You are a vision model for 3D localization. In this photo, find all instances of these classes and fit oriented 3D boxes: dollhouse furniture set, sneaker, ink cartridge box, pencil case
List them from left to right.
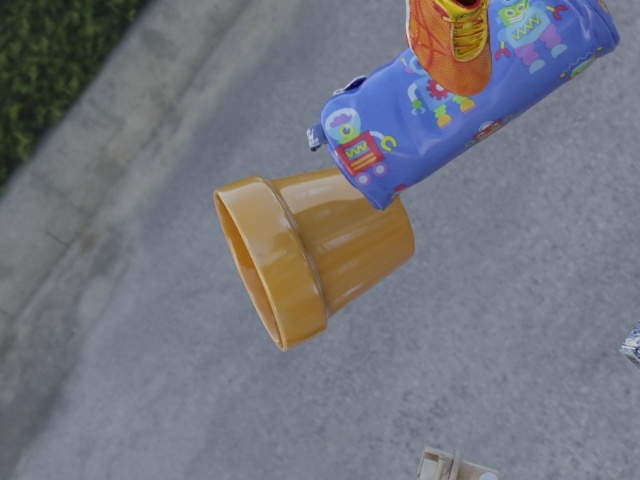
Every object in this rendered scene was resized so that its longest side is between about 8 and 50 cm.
[{"bbox_3d":[0.094,-0.164,0.688,0.064,0.175,0.067,-27,48,1],"label":"sneaker"},{"bbox_3d":[0.136,-0.159,0.937,0.306,0.119,0.133,-34,78,14],"label":"pencil case"},{"bbox_3d":[0.213,0.496,1.461,0.355,0.174,0.303,57,-132,-82],"label":"dollhouse furniture set"},{"bbox_3d":[0.380,0.095,1.017,0.115,0.063,0.029,-51,13,-11],"label":"ink cartridge box"}]

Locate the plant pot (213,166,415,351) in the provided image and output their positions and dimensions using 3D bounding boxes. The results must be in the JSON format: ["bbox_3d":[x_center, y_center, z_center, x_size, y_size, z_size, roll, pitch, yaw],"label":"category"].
[{"bbox_3d":[0.000,0.000,1.109,0.188,0.205,0.205,-23,32,-10],"label":"plant pot"}]
